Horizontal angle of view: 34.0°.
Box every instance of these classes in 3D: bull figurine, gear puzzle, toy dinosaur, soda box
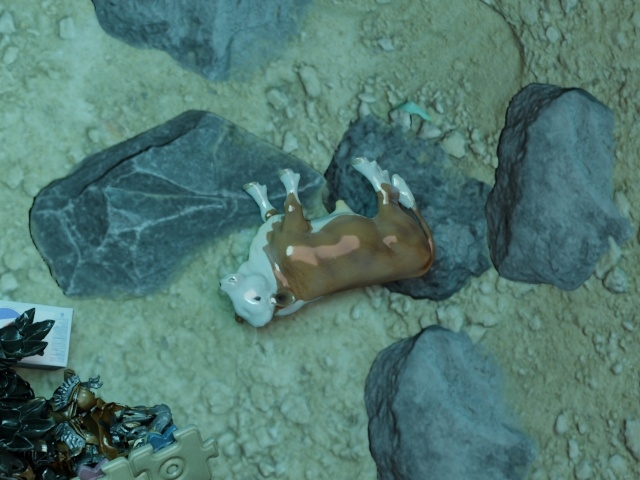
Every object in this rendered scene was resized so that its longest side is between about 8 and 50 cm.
[{"bbox_3d":[0.000,0.000,1.349,0.311,0.101,0.188,-10,82,-26],"label":"bull figurine"},{"bbox_3d":[-0.173,0.350,1.158,0.176,0.044,0.338,-23,122,-20],"label":"gear puzzle"},{"bbox_3d":[-0.321,0.217,1.120,0.322,0.218,0.164,-24,53,-21],"label":"toy dinosaur"},{"bbox_3d":[-0.391,0.100,1.162,0.216,0.074,0.069,10,75,-23],"label":"soda box"}]
